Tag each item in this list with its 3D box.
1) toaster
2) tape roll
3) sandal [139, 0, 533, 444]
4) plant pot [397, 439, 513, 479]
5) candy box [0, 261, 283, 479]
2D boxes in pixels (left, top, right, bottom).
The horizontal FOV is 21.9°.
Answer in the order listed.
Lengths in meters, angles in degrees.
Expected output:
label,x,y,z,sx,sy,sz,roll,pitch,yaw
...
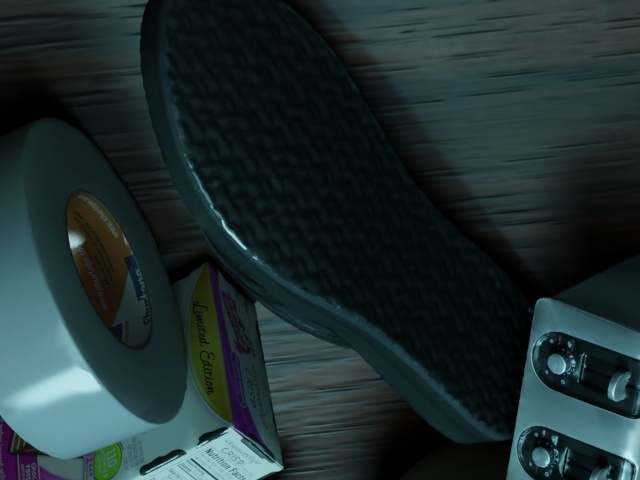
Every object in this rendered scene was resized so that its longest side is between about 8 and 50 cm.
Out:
label,x,y,z,sx,sy,sz,roll,pitch,yaw
toaster,0.231,0.108,1.212,0.186,0.110,0.168,-20,125,-48
tape roll,-0.170,0.031,1.097,0.072,0.219,0.219,-21,127,13
sandal,0.000,0.003,1.139,0.107,0.167,0.446,-9,136,38
plant pot,0.141,0.271,1.333,0.284,0.191,0.284,-2,129,-3
candy box,-0.151,0.140,1.218,0.233,0.159,0.071,-29,135,16
